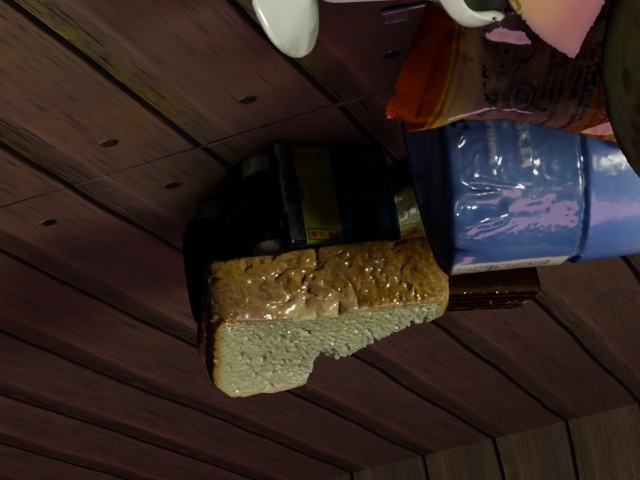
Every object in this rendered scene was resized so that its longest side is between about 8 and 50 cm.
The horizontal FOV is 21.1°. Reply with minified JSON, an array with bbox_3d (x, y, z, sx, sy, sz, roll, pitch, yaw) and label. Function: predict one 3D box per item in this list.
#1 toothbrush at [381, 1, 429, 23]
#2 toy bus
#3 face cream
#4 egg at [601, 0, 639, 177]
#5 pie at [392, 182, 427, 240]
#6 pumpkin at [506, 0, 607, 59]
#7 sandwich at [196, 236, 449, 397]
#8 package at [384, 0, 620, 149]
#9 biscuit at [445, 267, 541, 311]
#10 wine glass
[{"bbox_3d":[0.143,-0.236,1.694,0.167,0.014,0.011,-11,178,1],"label":"toothbrush"},{"bbox_3d":[-0.042,-0.002,2.086,0.175,0.138,0.288,1,158,-29],"label":"toy bus"},{"bbox_3d":[0.214,-0.093,1.783,0.225,0.249,0.249,-9,161,-6],"label":"face cream"},{"bbox_3d":[0.419,-0.191,1.412,0.428,0.345,0.345,-36,163,-8],"label":"egg"},{"bbox_3d":[0.190,-0.038,2.183,0.303,0.067,0.302,-13,158,-5],"label":"pie"},{"bbox_3d":[0.210,-0.317,1.365,0.148,0.169,0.312,21,134,-6],"label":"pumpkin"},{"bbox_3d":[-0.002,0.087,1.999,0.288,0.099,0.254,-8,154,-5],"label":"sandwich"},{"bbox_3d":[0.206,-0.190,1.581,0.288,0.223,0.108,1,-162,-19],"label":"package"},{"bbox_3d":[0.179,0.040,2.371,0.252,0.106,0.070,-2,158,-25],"label":"biscuit"},{"bbox_3d":[0.049,-0.235,1.436,0.196,0.165,0.165,-16,161,28],"label":"wine glass"}]
